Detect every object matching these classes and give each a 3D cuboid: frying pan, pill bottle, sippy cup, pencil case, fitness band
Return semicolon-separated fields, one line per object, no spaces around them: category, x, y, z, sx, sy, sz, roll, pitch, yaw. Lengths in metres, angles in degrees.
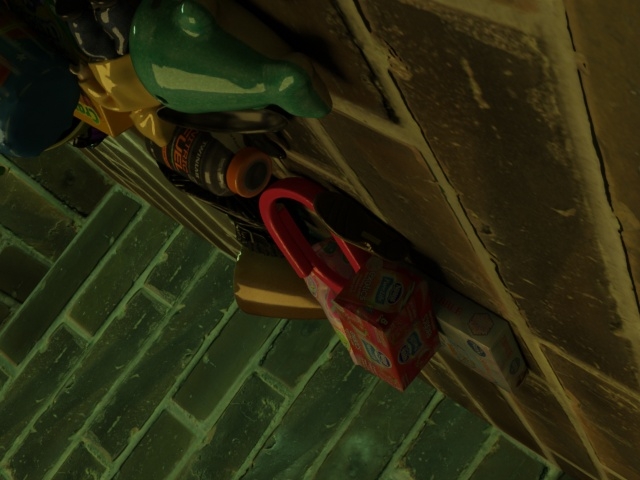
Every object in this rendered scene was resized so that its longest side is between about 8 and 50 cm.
frying pan;-0.101;-0.184;1.432;0.197;0.053;0.326;-2;173;41
pill bottle;-0.199;-0.162;1.704;0.245;0.130;0.130;29;169;36
sippy cup;-0.497;-0.245;1.418;0.224;0.240;0.305;33;160;14
pencil case;0.060;0.130;1.990;0.284;0.124;0.124;60;171;1
fitness band;0.000;0.000;1.784;0.209;0.054;0.291;-2;129;50

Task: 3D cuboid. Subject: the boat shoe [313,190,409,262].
boat shoe;0.067;-0.022;1.648;0.190;0.068;0.072;37;-177;-5

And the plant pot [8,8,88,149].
plant pot;-0.546;-0.319;1.918;0.274;0.275;0.293;36;-172;1

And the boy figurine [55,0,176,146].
boy figurine;-0.275;-0.261;1.396;0.285;0.177;0.092;62;-169;-47

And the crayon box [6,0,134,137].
crayon box;-0.391;-0.301;1.501;0.203;0.083;0.323;28;147;41

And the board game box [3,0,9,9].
board game box;-0.902;-0.476;1.998;0.356;0.357;0.356;30;169;38

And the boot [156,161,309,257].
boot;-0.186;-0.092;2.016;0.348;0.131;0.260;34;171;11

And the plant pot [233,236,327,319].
plant pot;-0.035;0.090;2.207;0.254;0.237;0.237;14;161;27

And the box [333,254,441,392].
box;0.128;0.155;1.727;0.122;0.128;0.257;32;159;30

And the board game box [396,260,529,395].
board game box;0.253;0.164;1.883;0.318;0.066;0.319;32;170;29

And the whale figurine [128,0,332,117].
whale figurine;-0.118;-0.206;1.123;0.272;0.141;0.216;31;169;28

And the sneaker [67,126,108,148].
sneaker;-0.624;-0.316;2.465;0.102;0.146;0.293;34;171;11
